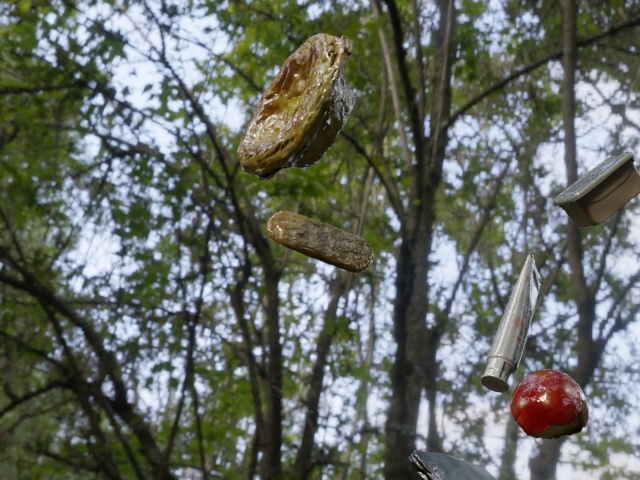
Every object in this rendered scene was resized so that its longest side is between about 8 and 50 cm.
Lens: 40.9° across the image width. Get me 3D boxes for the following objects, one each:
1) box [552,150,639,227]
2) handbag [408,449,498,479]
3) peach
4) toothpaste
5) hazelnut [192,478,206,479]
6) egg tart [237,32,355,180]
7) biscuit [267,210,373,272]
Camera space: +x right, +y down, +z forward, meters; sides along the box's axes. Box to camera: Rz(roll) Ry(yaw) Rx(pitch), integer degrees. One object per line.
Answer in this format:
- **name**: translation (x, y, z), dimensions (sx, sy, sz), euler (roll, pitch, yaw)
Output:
- **box**: translation (0.422, -0.072, 1.289), dimensions (0.062, 0.122, 0.089), euler (54, -8, -2)
- **handbag**: translation (0.358, 0.599, 2.102), dimensions (0.332, 0.075, 0.191), euler (26, 11, -39)
- **peach**: translation (0.414, 0.295, 1.563), dimensions (0.151, 0.151, 0.118), euler (4, -39, 14)
- **toothpaste**: translation (0.412, 0.171, 1.807), dimensions (0.066, 0.323, 0.100), euler (1, -43, 34)
- **hazelnut**: translation (-0.151, 0.375, 1.048), dimensions (0.154, 0.143, 0.143), euler (39, -19, 31)
- **egg tart**: translation (-0.033, -0.251, 1.704), dimensions (0.129, 0.341, 0.341), euler (33, -37, -21)
- **biscuit**: translation (0.000, 0.000, 1.885), dimensions (0.247, 0.118, 0.029), euler (20, -54, 1)
